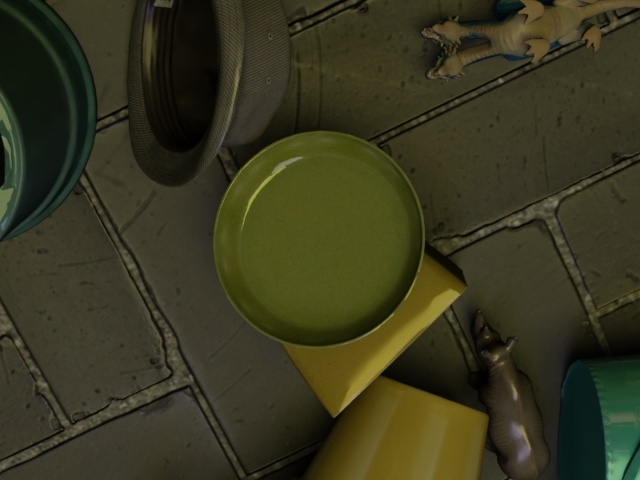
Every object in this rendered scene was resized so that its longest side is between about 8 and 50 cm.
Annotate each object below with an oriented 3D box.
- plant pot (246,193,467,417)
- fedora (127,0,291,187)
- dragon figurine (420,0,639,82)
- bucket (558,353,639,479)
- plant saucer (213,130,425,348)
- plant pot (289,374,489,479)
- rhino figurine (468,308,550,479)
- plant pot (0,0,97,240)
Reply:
[{"bbox_3d":[0.031,0.053,1.532,0.212,0.212,0.187,-45,89,6],"label":"plant pot"},{"bbox_3d":[-0.117,-0.198,1.459,0.124,0.244,0.275,-3,97,-35],"label":"fedora"},{"bbox_3d":[0.258,-0.257,1.527,0.289,0.144,0.085,-20,104,-21],"label":"dragon figurine"},{"bbox_3d":[0.408,0.267,1.590,0.183,0.281,0.281,0,104,-3],"label":"bucket"},{"bbox_3d":[0.000,0.000,1.428,0.241,0.037,0.241,-2,83,14],"label":"plant saucer"},{"bbox_3d":[0.091,0.297,1.581,0.254,0.254,0.239,20,86,-10],"label":"plant pot"},{"bbox_3d":[0.234,0.195,1.627,0.073,0.106,0.243,-18,106,-7],"label":"rhino figurine"},{"bbox_3d":[-0.422,-0.114,1.366,0.341,0.334,0.341,-1,105,-5],"label":"plant pot"}]
